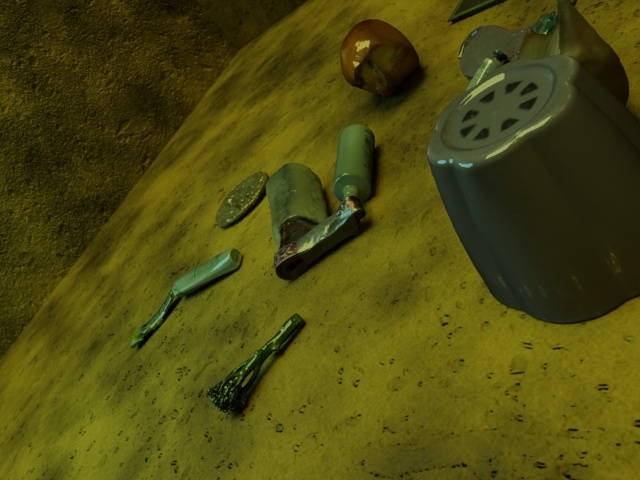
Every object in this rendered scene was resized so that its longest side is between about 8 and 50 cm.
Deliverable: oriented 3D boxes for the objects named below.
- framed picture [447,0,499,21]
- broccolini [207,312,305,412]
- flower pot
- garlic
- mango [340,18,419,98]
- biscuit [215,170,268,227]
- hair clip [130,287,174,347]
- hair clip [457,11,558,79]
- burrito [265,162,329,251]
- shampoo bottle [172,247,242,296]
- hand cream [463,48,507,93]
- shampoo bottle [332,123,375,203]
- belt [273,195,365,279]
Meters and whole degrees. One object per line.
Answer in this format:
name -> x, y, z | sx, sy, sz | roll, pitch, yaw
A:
framed picture -> 0.490, -0.715, 1.476 | 0.231, 0.018, 0.293 | -3, 48, 52
broccolini -> -0.104, 0.218, 0.970 | 0.216, 0.067, 0.058 | -41, 29, -13
flower pot -> 0.271, -0.078, 0.660 | 0.265, 0.243, 0.265 | -31, 29, 20
garlic -> 0.332, -0.234, 0.772 | 0.151, 0.196, 0.338 | -29, 0, 20
mango -> 0.159, -0.487, 1.453 | 0.201, 0.198, 0.350 | -5, 25, 11
biscuit -> -0.237, -0.123, 1.632 | 0.220, 0.033, 0.219 | -35, 29, 22
hair clip -> -0.439, 0.204, 1.452 | 0.188, 0.033, 0.060 | -53, 26, -10
hair clip -> 0.380, -0.396, 1.130 | 0.096, 0.110, 0.359 | -15, 19, -17
burrito -> -0.060, -0.082, 1.260 | 0.143, 0.105, 0.299 | -41, 29, 16
shampoo bottle -> -0.293, 0.084, 1.403 | 0.213, 0.049, 0.072 | -28, 35, 27
hand cream -> 0.303, -0.283, 1.082 | 0.194, 0.042, 0.067 | -59, 28, 17
shampoo bottle -> 0.073, -0.156, 1.199 | 0.085, 0.085, 0.262 | -28, 32, 29
belt -> 0.000, 0.000, 1.108 | 0.232, 0.071, 0.053 | -38, 35, 20
